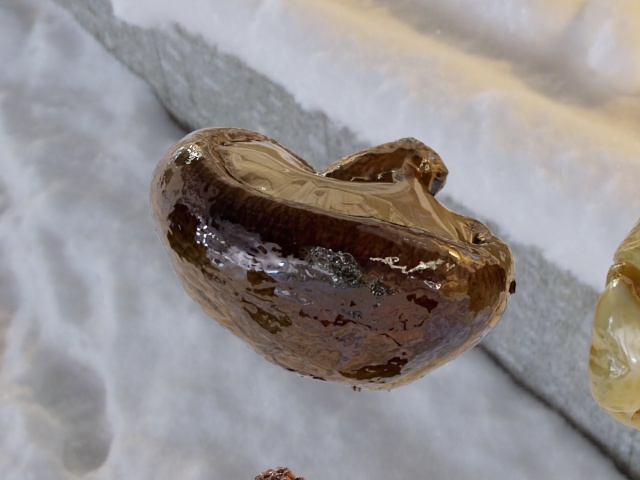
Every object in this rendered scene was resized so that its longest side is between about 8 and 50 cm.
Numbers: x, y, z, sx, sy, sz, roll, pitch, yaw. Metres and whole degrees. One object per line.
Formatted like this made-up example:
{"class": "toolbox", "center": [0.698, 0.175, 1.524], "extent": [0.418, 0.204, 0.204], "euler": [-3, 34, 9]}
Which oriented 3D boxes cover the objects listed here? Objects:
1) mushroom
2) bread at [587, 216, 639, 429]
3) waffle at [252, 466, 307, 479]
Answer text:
{"class": "mushroom", "center": [-0.003, 0.014, 0.651], "extent": [0.231, 0.138, 0.194], "euler": [26, 30, 28]}
{"class": "bread", "center": [0.214, 0.039, 0.624], "extent": [0.084, 0.119, 0.177], "euler": [17, 32, 29]}
{"class": "waffle", "center": [-0.048, 0.208, 0.827], "extent": [0.075, 0.029, 0.083], "euler": [-45, 11, -29]}
